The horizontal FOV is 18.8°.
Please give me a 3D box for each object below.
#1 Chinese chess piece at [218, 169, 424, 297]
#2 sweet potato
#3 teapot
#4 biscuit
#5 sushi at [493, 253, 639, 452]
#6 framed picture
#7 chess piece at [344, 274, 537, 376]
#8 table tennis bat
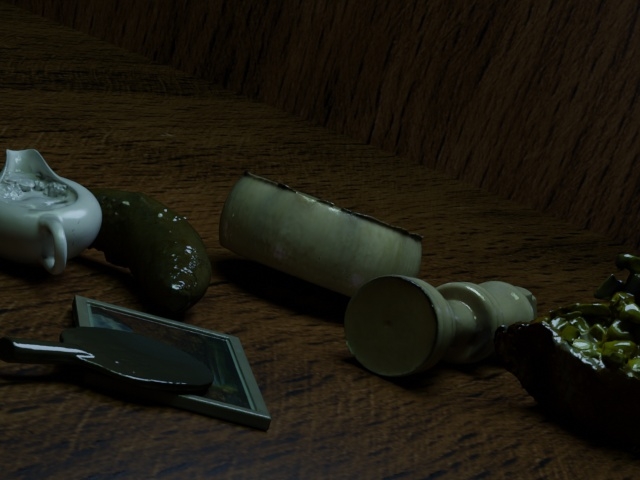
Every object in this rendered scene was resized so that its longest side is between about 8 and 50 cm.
[{"bbox_3d":[0.000,0.000,2.395,0.257,0.104,0.257,20,0,0],"label":"Chinese chess piece"},{"bbox_3d":[-0.197,0.008,2.157,0.124,0.098,0.310,-15,30,-33],"label":"sweet potato"},{"bbox_3d":[-0.307,-0.019,2.087,0.145,0.092,0.226,-6,27,-23],"label":"teapot"},{"bbox_3d":[-0.029,0.060,2.370,0.130,0.019,0.119,18,11,-4],"label":"biscuit"},{"bbox_3d":[0.354,0.128,2.179,0.296,0.179,0.167,12,33,13],"label":"sushi"},{"bbox_3d":[-0.151,0.116,1.892,0.184,0.016,0.250,16,11,-12],"label":"framed picture"},{"bbox_3d":[0.170,0.096,2.289,0.117,0.117,0.397,24,11,27],"label":"chess piece"},{"bbox_3d":[-0.200,0.107,1.782,0.234,0.022,0.131,9,16,-47],"label":"table tennis bat"}]
